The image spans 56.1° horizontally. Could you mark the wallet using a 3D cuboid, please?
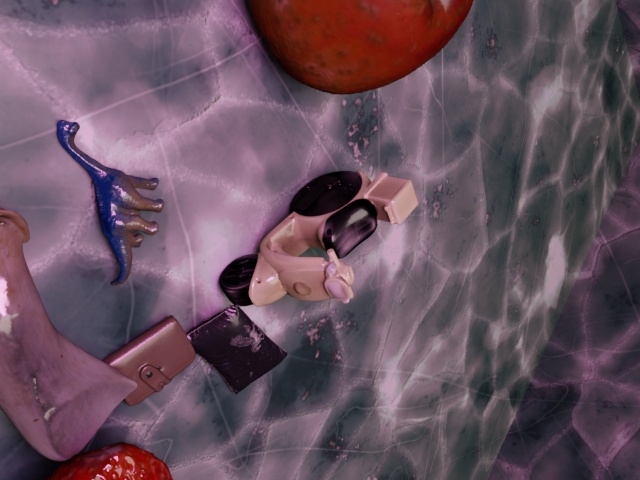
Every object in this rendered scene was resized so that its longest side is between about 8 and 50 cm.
[{"bbox_3d":[-0.307,0.221,1.093,0.152,0.038,0.118,-37,125,-26],"label":"wallet"}]

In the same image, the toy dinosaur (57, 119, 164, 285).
[{"bbox_3d":[-0.356,-0.049,0.969,0.188,0.075,0.248,14,97,-37],"label":"toy dinosaur"}]

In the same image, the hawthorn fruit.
[{"bbox_3d":[0.085,-0.449,1.054,0.402,0.402,0.403,-15,112,-42],"label":"hawthorn fruit"}]

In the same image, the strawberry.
[{"bbox_3d":[-0.359,0.465,0.962,0.291,0.291,0.310,-6,90,-44],"label":"strawberry"}]

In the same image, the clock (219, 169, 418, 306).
[{"bbox_3d":[0.000,0.000,1.183,0.379,0.276,0.120,-51,133,-27],"label":"clock"}]

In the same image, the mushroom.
[{"bbox_3d":[-0.436,0.136,0.883,0.177,0.126,0.397,-48,131,-38],"label":"mushroom"}]

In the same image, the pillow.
[{"bbox_3d":[-0.168,0.217,1.208,0.141,0.055,0.208,-35,129,-2],"label":"pillow"}]
